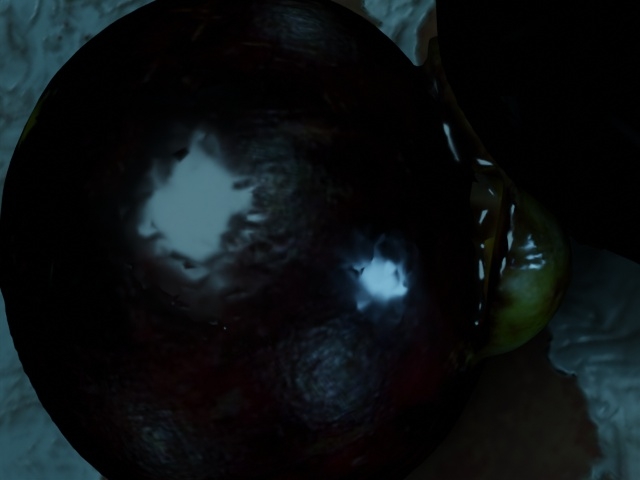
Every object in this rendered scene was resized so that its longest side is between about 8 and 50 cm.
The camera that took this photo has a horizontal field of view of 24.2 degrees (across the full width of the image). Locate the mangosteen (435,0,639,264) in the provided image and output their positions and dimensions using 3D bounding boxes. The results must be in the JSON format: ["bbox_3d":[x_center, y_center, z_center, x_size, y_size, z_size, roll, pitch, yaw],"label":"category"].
[{"bbox_3d":[0.175,-0.092,0.467,0.287,0.233,0.288,8,107,30],"label":"mangosteen"}]

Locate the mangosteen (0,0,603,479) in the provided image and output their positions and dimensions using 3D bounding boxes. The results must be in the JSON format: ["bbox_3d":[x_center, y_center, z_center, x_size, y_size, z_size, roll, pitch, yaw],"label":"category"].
[{"bbox_3d":[0.000,0.000,0.616,0.265,0.228,0.228,-13,73,8],"label":"mangosteen"}]
